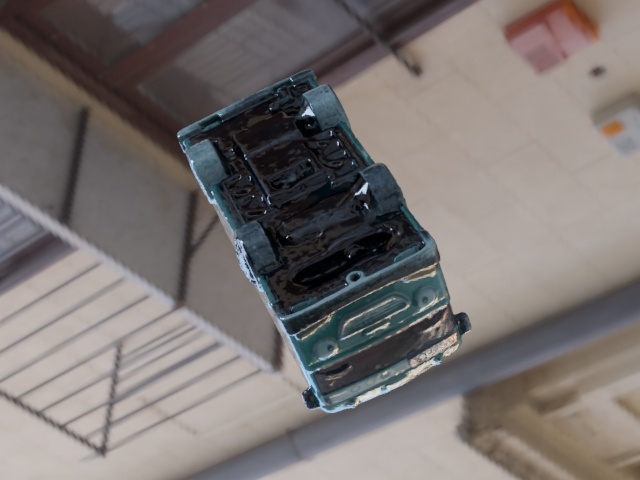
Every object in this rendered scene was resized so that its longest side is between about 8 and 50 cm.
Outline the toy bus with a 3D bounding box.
[{"bbox_3d":[0.000,0.000,1.059,0.256,0.128,0.147,58,173,50],"label":"toy bus"}]
